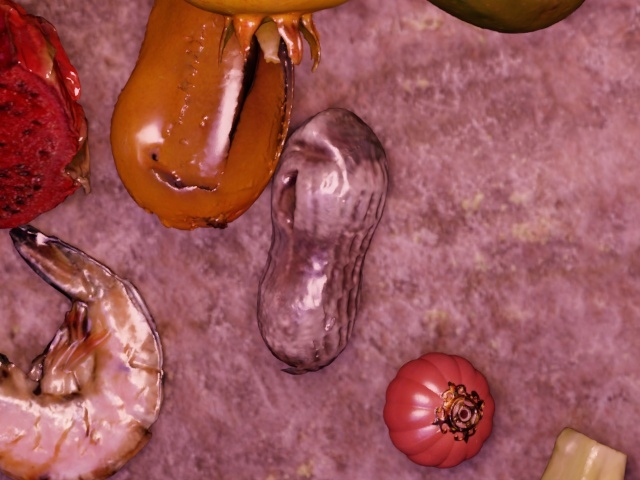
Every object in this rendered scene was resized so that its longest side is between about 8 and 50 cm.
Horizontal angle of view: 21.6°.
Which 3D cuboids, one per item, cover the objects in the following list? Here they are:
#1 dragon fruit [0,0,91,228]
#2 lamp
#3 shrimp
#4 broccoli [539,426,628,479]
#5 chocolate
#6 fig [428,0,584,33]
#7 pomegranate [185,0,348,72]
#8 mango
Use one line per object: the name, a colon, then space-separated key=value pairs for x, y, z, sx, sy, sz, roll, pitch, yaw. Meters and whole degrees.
dragon fruit: x=-0.318 y=-0.120 z=1.538 sx=0.317 sy=0.152 sz=0.205 roll=-18 pitch=142 yaw=27
lamp: x=0.109 y=0.156 z=1.543 sx=0.107 sy=0.092 sz=0.108 roll=0 pitch=90 yaw=-25
shrimp: x=-0.307 y=0.079 z=1.615 sx=0.365 sy=0.071 sz=0.233 roll=42 pitch=95 yaw=2
broccoli: x=0.208 y=0.291 z=1.515 sx=0.247 sy=0.263 sz=0.243 roll=9 pitch=73 yaw=38
chocolate: x=0.000 y=0.000 z=1.524 sx=0.110 sy=0.110 sz=0.248 roll=15 pitch=107 yaw=6
fig: x=0.136 y=-0.294 z=1.414 sx=0.195 sy=0.195 sz=0.245 roll=-50 pitch=57 yaw=15
pomegranate: x=-0.041 y=-0.260 z=1.346 sx=0.220 sy=0.221 sz=0.257 roll=-1 pitch=104 yaw=10
mango: x=-0.106 y=-0.133 z=1.486 sx=0.156 sy=0.151 sz=0.249 roll=4 pitch=92 yaw=-14
